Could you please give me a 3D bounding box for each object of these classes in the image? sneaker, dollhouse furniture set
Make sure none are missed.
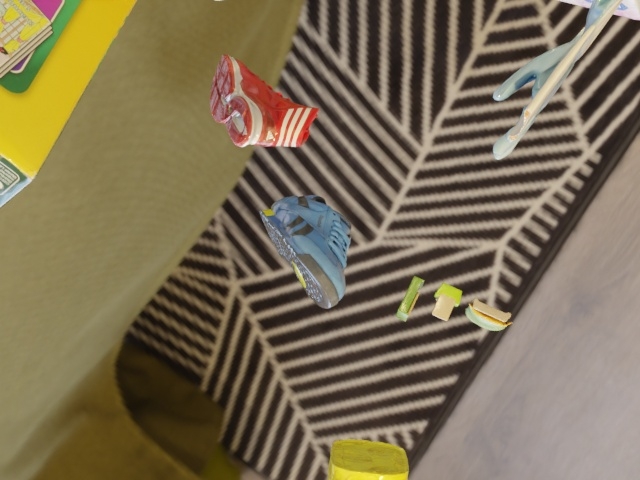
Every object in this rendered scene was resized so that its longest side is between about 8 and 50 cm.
[{"bbox_3d":[-0.080,-0.191,1.823,0.128,0.221,0.087,10,124,-24],"label":"sneaker"},{"bbox_3d":[0.187,0.107,1.758,0.151,0.058,0.076,24,163,5],"label":"dollhouse furniture set"},{"bbox_3d":[0.000,0.000,1.281,0.082,0.209,0.069,-23,115,-6],"label":"sneaker"}]

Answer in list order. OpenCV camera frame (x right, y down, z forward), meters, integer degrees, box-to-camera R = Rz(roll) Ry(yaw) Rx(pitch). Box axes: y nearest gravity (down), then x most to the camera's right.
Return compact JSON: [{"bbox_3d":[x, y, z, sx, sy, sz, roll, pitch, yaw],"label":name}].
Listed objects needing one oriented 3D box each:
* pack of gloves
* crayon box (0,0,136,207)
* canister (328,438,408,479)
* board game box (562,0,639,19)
[{"bbox_3d":[0.213,-0.181,1.090,0.046,0.195,0.232,36,80,7],"label":"pack of gloves"},{"bbox_3d":[-0.334,-0.244,1.002,0.363,0.313,0.106,39,136,-22],"label":"crayon box"},{"bbox_3d":[0.037,0.284,1.174,0.073,0.126,0.170,6,95,1],"label":"canister"},{"bbox_3d":[0.385,-0.504,1.845,0.318,0.066,0.319,23,79,30],"label":"board game box"}]
